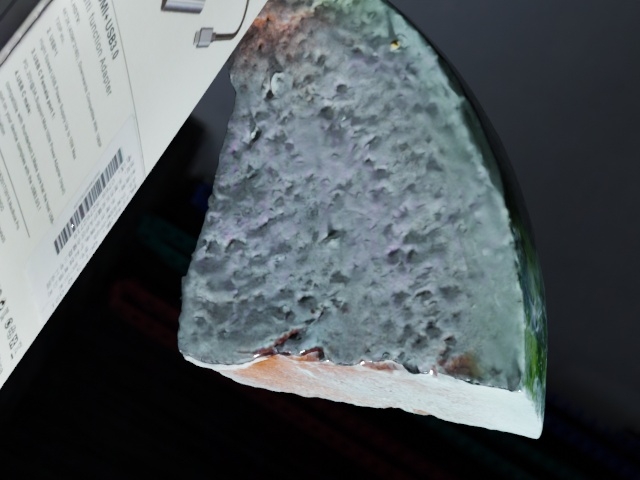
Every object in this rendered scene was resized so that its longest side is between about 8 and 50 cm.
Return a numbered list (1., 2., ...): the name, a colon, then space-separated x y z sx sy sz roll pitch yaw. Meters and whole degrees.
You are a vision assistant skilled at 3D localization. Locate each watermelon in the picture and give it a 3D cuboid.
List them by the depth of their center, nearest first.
1. watermelon: 0.000 0.000 0.933 0.213 0.320 0.289 -32 173 -12

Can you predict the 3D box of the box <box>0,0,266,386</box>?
1. box: -0.066 -0.078 0.540 0.247 0.033 0.129 -59 162 -29
